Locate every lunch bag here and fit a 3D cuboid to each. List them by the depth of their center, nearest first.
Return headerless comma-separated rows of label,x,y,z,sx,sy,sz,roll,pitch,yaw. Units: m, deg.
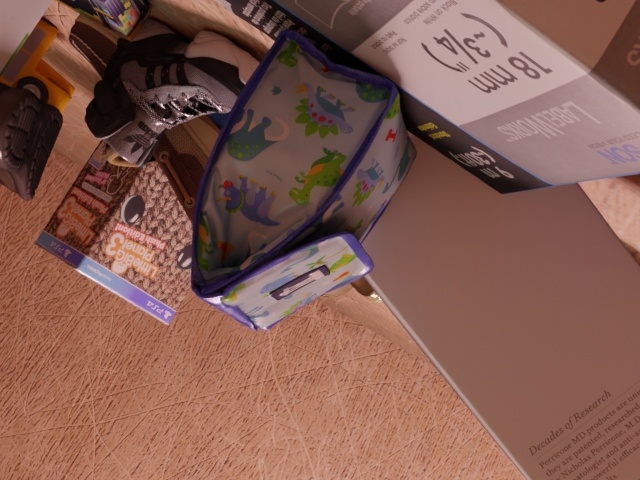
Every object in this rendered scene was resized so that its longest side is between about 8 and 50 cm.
lunch bag,-0.014,-0.021,0.603,0.096,0.151,0.129,31,175,15

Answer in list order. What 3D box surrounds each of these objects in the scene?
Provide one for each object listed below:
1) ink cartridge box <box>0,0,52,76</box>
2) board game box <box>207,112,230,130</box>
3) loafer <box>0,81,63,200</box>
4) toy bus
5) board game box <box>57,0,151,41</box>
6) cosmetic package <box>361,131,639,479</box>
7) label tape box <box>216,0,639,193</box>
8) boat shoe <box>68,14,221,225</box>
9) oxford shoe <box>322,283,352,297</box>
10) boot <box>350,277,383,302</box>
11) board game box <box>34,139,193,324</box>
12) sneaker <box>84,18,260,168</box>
ink cartridge box,-0.447,-0.299,1.281,0.208,0.153,0.087,26,170,29
board game box,-0.041,-0.103,1.354,0.210,0.047,0.160,32,172,3
loafer,-0.437,-0.151,1.413,0.130,0.134,0.366,20,169,-5
toy bus,-0.504,-0.308,1.530,0.332,0.130,0.108,34,171,-21
board game box,-0.269,-0.285,1.076,0.170,0.048,0.141,30,173,11
cosmetic package,0.161,0.066,0.776,0.365,0.155,0.197,50,-178,-5
label tape box,0.118,-0.101,0.538,0.333,0.106,0.240,33,173,-9
boat shoe,-0.218,-0.142,1.292,0.342,0.123,0.123,47,173,14
oxford shoe,-0.039,0.008,1.801,0.348,0.123,0.130,36,166,-38
boot,0.000,0.000,1.434,0.165,0.077,0.213,17,-155,-36
board game box,-0.296,-0.045,1.798,0.141,0.291,0.232,24,170,43
sneaker,-0.156,-0.145,1.135,0.268,0.153,0.101,24,170,44
